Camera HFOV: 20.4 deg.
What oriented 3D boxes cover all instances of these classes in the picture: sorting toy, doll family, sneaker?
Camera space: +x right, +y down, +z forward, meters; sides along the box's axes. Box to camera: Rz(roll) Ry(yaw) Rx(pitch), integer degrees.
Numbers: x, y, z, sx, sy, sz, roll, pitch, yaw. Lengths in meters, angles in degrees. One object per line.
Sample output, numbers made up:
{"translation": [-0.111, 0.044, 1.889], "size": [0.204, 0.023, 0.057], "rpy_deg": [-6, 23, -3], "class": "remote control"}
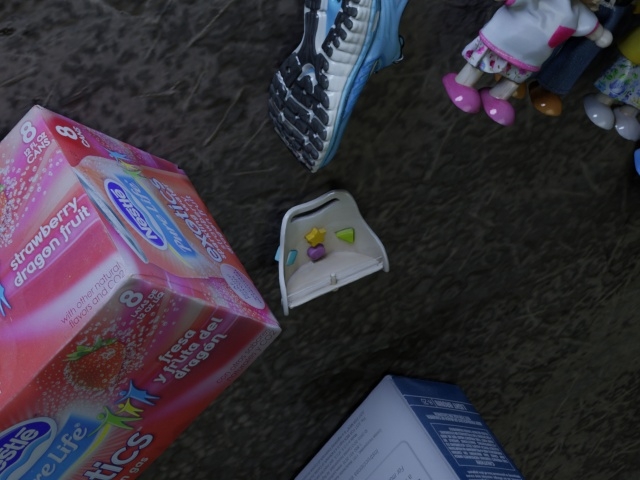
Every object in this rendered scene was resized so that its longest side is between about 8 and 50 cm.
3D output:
{"translation": [0.000, 0.000, 1.237], "size": [0.083, 0.045, 0.075], "rpy_deg": [-23, 136, -15], "class": "sorting toy"}
{"translation": [0.205, -0.148, 1.187], "size": [0.263, 0.118, 0.163], "rpy_deg": [18, 128, -28], "class": "doll family"}
{"translation": [0.022, -0.108, 1.105], "size": [0.073, 0.063, 0.162], "rpy_deg": [-11, 139, -35], "class": "sneaker"}

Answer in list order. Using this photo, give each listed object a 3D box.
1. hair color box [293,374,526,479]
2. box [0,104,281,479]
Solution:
{"translation": [0.117, 0.292, 1.408], "size": [0.105, 0.347, 0.174], "rpy_deg": [13, 124, -47], "class": "hair color box"}
{"translation": [-0.193, 0.085, 1.084], "size": [0.300, 0.154, 0.142], "rpy_deg": [-45, 144, 17], "class": "box"}
